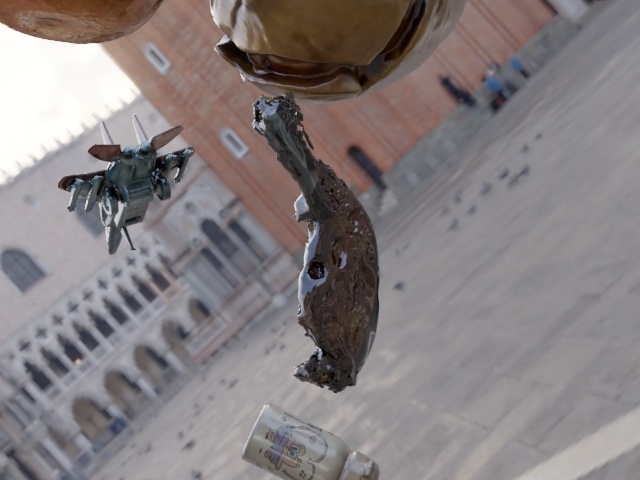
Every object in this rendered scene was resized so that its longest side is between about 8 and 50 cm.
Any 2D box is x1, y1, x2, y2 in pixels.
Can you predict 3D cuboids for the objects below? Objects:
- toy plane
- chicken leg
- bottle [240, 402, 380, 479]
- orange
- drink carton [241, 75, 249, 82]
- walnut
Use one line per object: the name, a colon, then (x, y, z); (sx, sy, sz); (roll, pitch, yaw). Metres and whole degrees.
toy plane: (-0.304, -0.060, 1.628); (0.223, 0.104, 0.326); (-18, -33, -28)
chicken leg: (0.000, 0.000, 0.846); (0.051, 0.253, 0.106); (-2, 18, 38)
bottle: (-0.013, 0.343, 1.619); (0.097, 0.209, 0.110); (-61, -3, -42)
orange: (-0.276, -0.311, 1.131); (0.224, 0.170, 0.224); (1, -12, 0)
drink carton: (-0.080, -0.370, 1.376); (0.107, 0.315, 0.130); (-8, -26, -25)
walnut: (0.035, -0.241, 0.969); (0.209, 0.209, 0.336); (-42, -3, 41)
